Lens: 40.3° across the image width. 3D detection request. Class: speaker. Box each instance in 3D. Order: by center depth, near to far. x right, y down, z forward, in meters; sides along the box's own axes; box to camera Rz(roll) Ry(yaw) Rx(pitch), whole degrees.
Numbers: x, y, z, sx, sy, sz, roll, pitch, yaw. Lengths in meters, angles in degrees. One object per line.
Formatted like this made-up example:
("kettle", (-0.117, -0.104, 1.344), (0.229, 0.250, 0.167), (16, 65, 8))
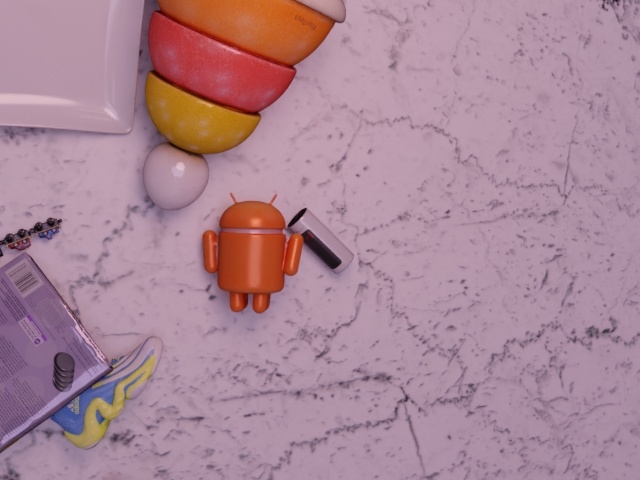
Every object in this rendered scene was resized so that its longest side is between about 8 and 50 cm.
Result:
("speaker", (0.000, 0.000, 1.685), (0.136, 0.055, 0.055), (45, 79, -15))

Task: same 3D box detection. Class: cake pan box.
("cake pan box", (-0.529, 0.187, 1.479), (0.246, 0.070, 0.267), (-38, 87, -14))

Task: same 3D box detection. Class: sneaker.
("sneaker", (-0.389, 0.250, 1.549), (0.126, 0.091, 0.240), (38, 82, -15))

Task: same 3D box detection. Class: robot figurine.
("robot figurine", (-0.124, 0.022, 1.607), (0.128, 0.158, 0.219), (-1, 93, -47))

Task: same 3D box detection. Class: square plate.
("square plate", (-0.470, -0.358, 1.457), (0.347, 0.049, 0.344), (-1, 108, -32))

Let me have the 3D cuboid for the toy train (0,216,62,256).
("toy train", (-0.526, 0.000, 1.526), (0.158, 0.027, 0.036), (-23, 103, -15))

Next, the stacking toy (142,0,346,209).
("stacking toy", (-0.198, -0.275, 1.514), (0.350, 0.350, 0.480), (21, 102, -18))
